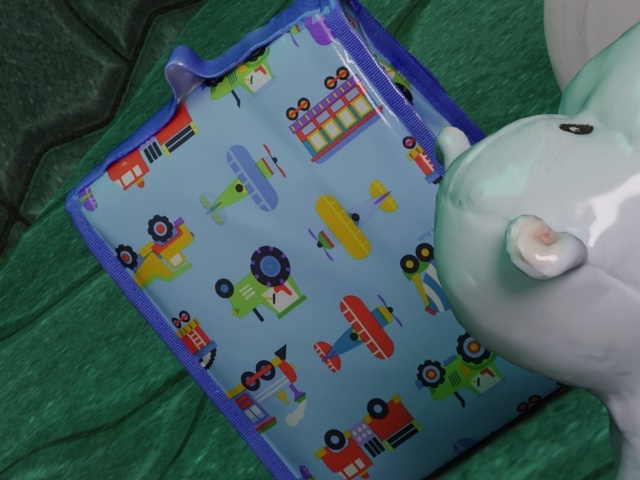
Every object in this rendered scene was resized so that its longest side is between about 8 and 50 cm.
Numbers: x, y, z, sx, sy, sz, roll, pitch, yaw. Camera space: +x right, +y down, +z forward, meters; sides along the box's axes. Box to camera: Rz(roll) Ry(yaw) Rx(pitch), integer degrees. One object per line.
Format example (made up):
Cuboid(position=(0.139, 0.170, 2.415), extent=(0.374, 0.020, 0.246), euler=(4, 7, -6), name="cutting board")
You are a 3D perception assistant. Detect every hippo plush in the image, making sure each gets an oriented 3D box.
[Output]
Cuboid(position=(0.147, 0.025, 0.827), extent=(0.294, 0.236, 0.234), euler=(-41, 15, 3), name="hippo plush")

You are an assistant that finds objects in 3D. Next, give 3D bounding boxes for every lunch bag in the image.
Cuboid(position=(0.000, 0.000, 1.172), extent=(0.221, 0.293, 0.138), euler=(-36, 16, 20), name="lunch bag")

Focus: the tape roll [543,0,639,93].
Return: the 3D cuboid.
Cuboid(position=(0.259, -0.138, 0.997), extent=(0.246, 0.246, 0.169), euler=(-26, 22, 47), name="tape roll")
